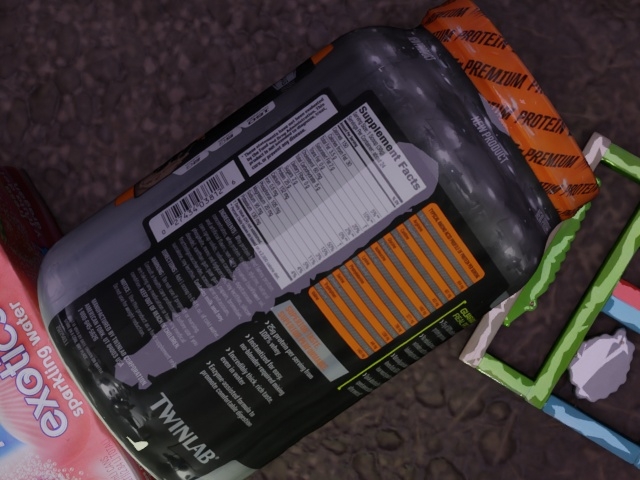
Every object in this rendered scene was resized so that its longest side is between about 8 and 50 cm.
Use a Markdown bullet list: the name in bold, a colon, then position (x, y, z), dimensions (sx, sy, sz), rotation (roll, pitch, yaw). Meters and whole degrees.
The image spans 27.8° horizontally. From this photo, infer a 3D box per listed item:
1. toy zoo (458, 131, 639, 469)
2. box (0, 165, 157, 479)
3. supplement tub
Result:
- **toy zoo**: position (0.272, 0.078, 0.919), dimensions (0.293, 0.030, 0.192), rotation (30, 94, 5)
- **box**: position (-0.223, 0.108, 0.919), dimensions (0.154, 0.142, 0.300), rotation (-31, 87, 7)
- **supplement tub**: position (0.000, 0.000, 0.861), dimensions (0.338, 0.207, 0.207), rotation (-35, 87, 5)
